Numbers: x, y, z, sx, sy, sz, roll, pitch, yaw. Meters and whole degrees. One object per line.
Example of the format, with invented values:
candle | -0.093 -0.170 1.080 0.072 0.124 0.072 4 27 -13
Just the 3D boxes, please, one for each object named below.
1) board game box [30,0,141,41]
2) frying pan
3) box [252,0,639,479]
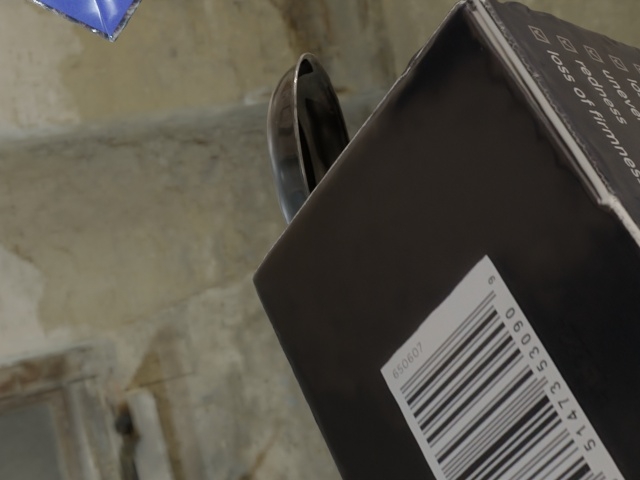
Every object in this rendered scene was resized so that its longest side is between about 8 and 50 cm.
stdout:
board game box | -0.213 -0.315 0.812 0.141 0.232 0.291 -49 33 29
frying pan | 0.007 0.000 0.992 0.197 0.053 0.326 18 -117 -74
box | 0.281 0.128 0.805 0.297 0.472 0.480 -52 49 33
